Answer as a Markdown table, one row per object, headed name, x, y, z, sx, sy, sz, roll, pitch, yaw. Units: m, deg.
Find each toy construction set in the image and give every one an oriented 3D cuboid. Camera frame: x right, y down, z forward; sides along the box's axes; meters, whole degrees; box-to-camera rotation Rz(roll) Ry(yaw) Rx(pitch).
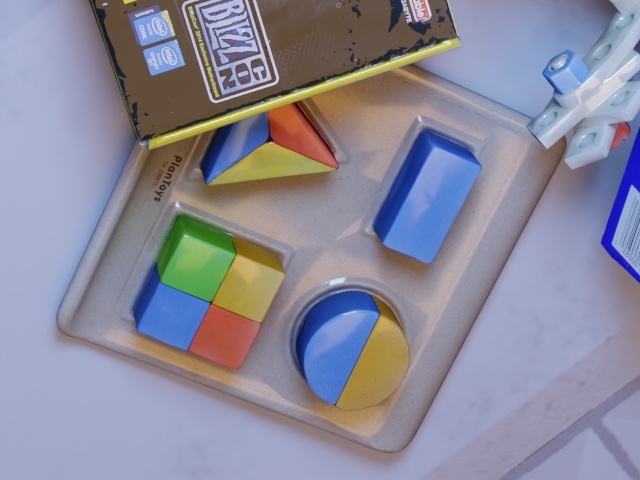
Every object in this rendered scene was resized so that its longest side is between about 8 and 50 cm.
| name | x | y | z | sx | sy | sz | roll | pitch | yaw |
| --- | --- | --- | --- | --- | --- | --- | --- | --- | --- |
| toy construction set | 0.183 | -0.226 | 1.410 | 0.151 | 0.215 | 0.327 | -17 | 122 | 17 |

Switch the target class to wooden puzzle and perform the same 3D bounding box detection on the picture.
| name | x | y | z | sx | sy | sz | roll | pitch | yaw |
| --- | --- | --- | --- | --- | --- | --- | --- | --- | --- |
| wooden puzzle | 0.000 | 0.000 | 1.531 | 0.348 | 0.080 | 0.322 | 21 | 105 | -20 |

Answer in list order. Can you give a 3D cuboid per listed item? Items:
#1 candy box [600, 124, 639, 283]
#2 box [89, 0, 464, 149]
| name | x | y | z | sx | sy | sz | roll | pitch | yaw |
| --- | --- | --- | --- | --- | --- | --- | --- | --- | --- |
| candy box | 0.418 | -0.088 | 1.507 | 0.317 | 0.122 | 0.268 | -4 | 127 | -25 |
| box | -0.064 | -0.259 | 1.378 | 0.257 | 0.079 | 0.322 | -18 | 102 | -4 |
